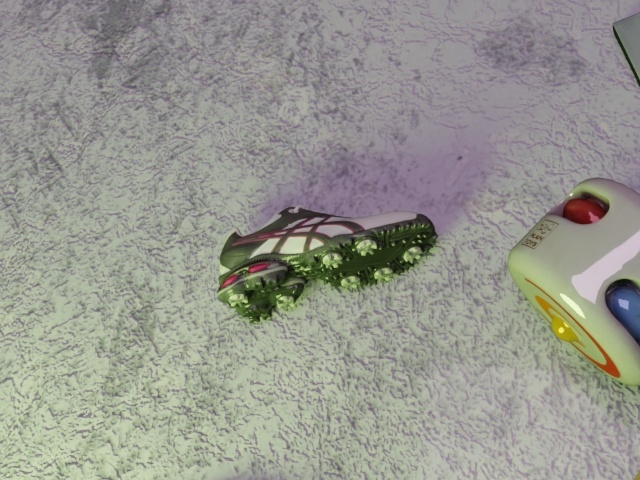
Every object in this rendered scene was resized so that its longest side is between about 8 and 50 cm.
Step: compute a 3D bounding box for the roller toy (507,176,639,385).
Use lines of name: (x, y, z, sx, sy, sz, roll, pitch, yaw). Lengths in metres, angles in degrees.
roller toy: (0.290, 0.045, 1.029, 0.146, 0.191, 0.209, -43, 61, -2)

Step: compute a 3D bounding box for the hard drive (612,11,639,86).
hard drive: (0.430, -0.245, 1.207, 0.135, 0.022, 0.094, -21, 62, 9)

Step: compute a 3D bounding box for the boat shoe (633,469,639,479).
boat shoe: (0.345, 0.176, 0.876, 0.190, 0.072, 0.068, -39, 60, 0)

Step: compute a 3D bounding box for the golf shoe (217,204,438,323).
golf shoe: (0.000, 0.000, 1.206, 0.272, 0.105, 0.120, -16, 55, 11)
